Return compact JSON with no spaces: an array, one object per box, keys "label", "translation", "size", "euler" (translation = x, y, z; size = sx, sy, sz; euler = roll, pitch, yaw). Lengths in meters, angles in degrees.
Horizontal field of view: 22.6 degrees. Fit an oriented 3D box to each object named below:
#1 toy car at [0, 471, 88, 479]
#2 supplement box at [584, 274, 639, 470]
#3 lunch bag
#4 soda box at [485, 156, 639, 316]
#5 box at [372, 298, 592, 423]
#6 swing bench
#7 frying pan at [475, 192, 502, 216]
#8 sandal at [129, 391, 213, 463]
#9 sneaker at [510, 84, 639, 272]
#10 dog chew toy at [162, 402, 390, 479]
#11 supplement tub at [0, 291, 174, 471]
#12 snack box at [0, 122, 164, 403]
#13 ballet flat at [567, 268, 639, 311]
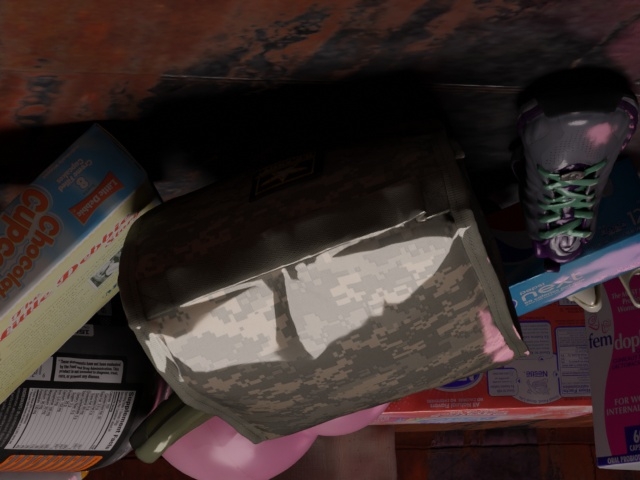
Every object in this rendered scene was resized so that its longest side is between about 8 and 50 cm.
[{"label":"toy car","translation":[-0.289,0.214,1.681],"size":[0.210,0.238,0.219],"euler":[-4,-150,0]},{"label":"supplement box","translation":[0.341,0.113,1.594],"size":[0.114,0.220,0.111],"euler":[9,162,-40]},{"label":"lunch bag","translation":[0.005,0.023,1.120],"size":[0.235,0.169,0.287],"euler":[-19,162,6]},{"label":"soda box","translation":[0.165,0.012,1.281],"size":[0.210,0.067,0.071],"euler":[-23,154,8]},{"label":"box","translation":[0.146,0.121,1.741],"size":[0.300,0.154,0.142],"euler":[-2,168,-11]},{"label":"swing bench","translation":[-0.020,0.213,1.891],"size":[0.165,0.253,0.254],"euler":[1,167,-16]},{"label":"frying pan","translation":[0.015,0.005,1.393],"size":[0.326,0.053,0.197],"euler":[-9,166,24]},{"label":"sandal","translation":[-0.022,0.113,1.379],"size":[0.302,0.086,0.120],"euler":[-35,169,-10]},{"label":"sneaker","translation":[0.179,-0.040,1.119],"size":[0.083,0.098,0.224],"euler":[-4,168,4]},{"label":"dog chew toy","translation":[-0.015,0.109,1.557],"size":[0.331,0.207,0.206],"euler":[-22,163,16]},{"label":"supplement tub","translation":[-0.279,0.097,1.390],"size":[0.338,0.207,0.207],"euler":[8,164,-42]},{"label":"snack box","translation":[-0.243,0.066,1.145],"size":[0.322,0.060,0.187],"euler":[-44,171,-8]},{"label":"ballet flat","translation":[0.281,0.025,1.500],"size":[0.221,0.079,0.077],"euler":[-6,169,14]}]
